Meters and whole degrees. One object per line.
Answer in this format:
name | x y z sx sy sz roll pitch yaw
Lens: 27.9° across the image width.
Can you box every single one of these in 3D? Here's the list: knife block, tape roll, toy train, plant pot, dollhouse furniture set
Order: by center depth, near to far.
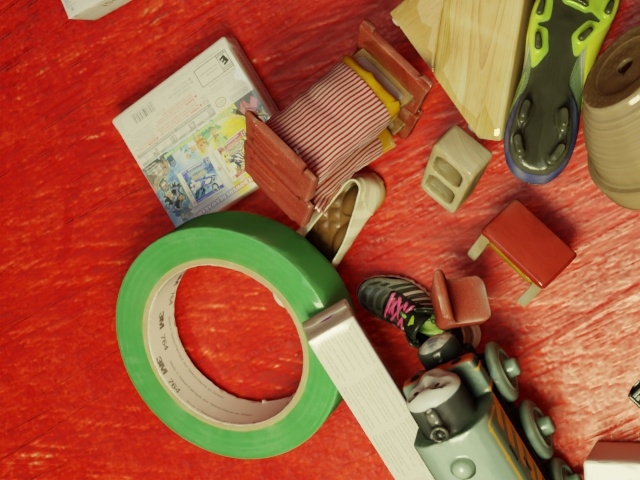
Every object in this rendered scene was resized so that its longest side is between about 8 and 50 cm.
plant pot | 0.365 -0.158 1.397 0.109 0.237 0.237 37 112 -25
dollhouse furniture set | 0.106 -0.052 1.518 0.374 0.152 0.201 44 71 11
toy train | 0.208 0.270 1.520 0.142 0.190 0.334 -25 106 21
knife block | 0.220 -0.289 1.525 0.242 0.088 0.276 -37 83 22
tape roll | -0.109 0.124 1.676 0.321 0.077 0.321 8 111 21

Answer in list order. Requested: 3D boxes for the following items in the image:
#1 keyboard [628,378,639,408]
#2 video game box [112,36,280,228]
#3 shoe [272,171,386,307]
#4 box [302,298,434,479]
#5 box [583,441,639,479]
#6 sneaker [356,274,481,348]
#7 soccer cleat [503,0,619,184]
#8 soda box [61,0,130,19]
keyboard | 0.473 0.266 1.439 0.317 0.033 0.201 44 105 4
video game box | -0.148 -0.136 1.709 0.205 0.048 0.187 -33 83 22
shoe | 0.000 0.000 1.662 0.076 0.058 0.219 40 109 12
box | 0.086 0.221 1.584 0.067 0.063 0.324 -31 110 3
box | 0.389 0.334 1.537 0.130 0.091 0.171 -1 96 21
sneaker | 0.117 0.094 1.620 0.170 0.075 0.063 27 106 16
soccer cleat | 0.277 -0.204 1.511 0.093 0.121 0.289 17 82 7
soda box | -0.244 -0.367 1.702 0.216 0.074 0.069 -23 88 22
